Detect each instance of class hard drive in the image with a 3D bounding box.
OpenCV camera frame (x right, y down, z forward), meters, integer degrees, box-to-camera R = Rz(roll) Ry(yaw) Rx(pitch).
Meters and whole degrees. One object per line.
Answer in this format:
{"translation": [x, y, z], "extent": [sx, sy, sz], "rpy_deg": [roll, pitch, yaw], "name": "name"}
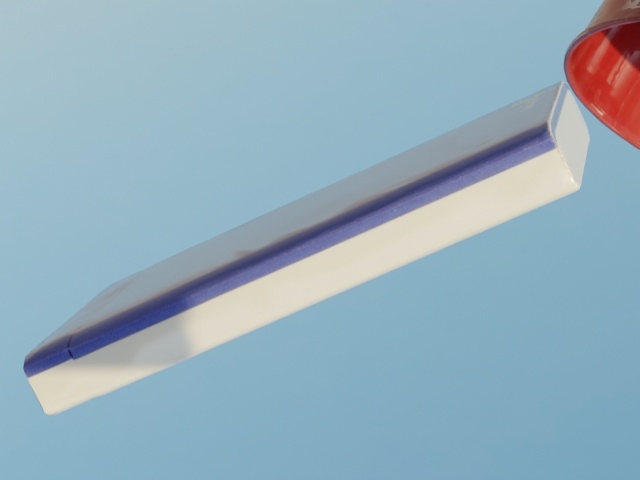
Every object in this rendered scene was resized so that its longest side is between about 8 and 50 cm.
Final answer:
{"translation": [0.000, 0.000, 1.162], "extent": [0.318, 0.040, 0.210], "rpy_deg": [-24, -173, 13], "name": "hard drive"}

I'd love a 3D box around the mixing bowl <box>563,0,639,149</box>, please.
{"translation": [0.179, -0.074, 0.645], "extent": [0.181, 0.181, 0.098], "rpy_deg": [4, -109, 53], "name": "mixing bowl"}
